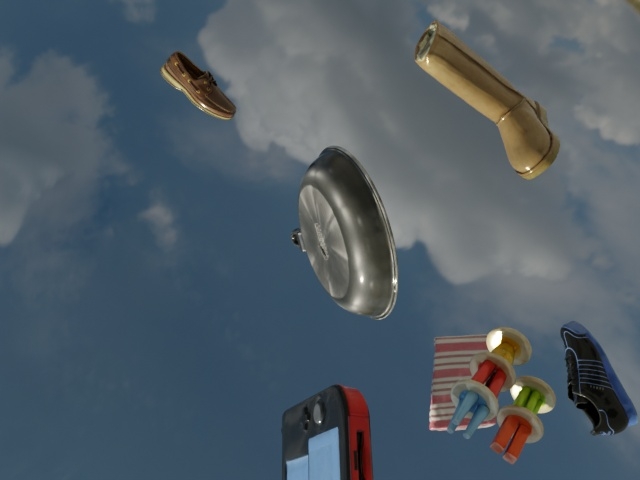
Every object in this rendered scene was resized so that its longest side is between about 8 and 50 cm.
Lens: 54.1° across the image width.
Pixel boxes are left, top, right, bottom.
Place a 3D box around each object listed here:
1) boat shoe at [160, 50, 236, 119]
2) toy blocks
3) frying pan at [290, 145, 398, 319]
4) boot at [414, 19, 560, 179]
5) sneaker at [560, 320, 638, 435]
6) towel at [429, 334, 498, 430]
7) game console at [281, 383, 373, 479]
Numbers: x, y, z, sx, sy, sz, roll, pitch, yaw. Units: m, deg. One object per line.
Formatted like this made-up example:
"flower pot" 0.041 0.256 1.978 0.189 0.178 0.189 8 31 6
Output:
"boat shoe" -0.247 -0.321 1.303 0.178 0.060 0.064 38 -145 -11
"toy blocks" 0.192 0.183 0.676 0.148 0.054 0.123 -39 -75 -43
"frying pan" -0.003 -0.026 0.740 0.053 0.197 0.326 -17 -154 -20
"boot" 0.283 -0.247 1.103 0.270 0.089 0.236 33 -147 -16
"sneaker" 0.521 0.268 1.233 0.091 0.081 0.232 -17 -125 -6
"towel" 0.290 0.285 1.265 0.144 0.029 0.196 0 -84 -14
"game console" -0.005 0.480 1.149 0.060 0.342 0.386 12 -118 -24
